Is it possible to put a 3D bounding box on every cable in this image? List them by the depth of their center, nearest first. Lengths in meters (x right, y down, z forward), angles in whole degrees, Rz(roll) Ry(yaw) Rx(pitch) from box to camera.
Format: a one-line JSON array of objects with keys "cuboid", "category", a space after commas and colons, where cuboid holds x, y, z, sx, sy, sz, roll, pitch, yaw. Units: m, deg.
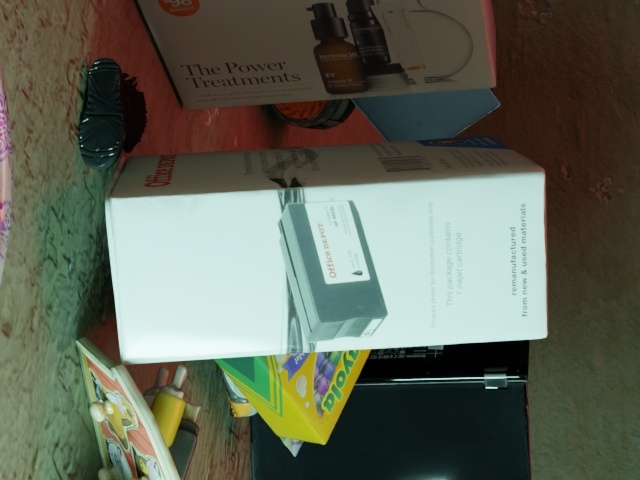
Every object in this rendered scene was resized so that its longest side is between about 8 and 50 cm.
[{"cuboid": [-0.187, 0.271, 1.522, 0.139, 0.072, 0.287, 124, -13, -61], "category": "cable"}]

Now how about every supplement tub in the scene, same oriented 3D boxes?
[{"cuboid": [-0.014, -0.228, 2.288, 0.190, 0.117, 0.117, -10, 97, -78], "category": "supplement tub"}]

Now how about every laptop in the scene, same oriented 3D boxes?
[{"cuboid": [0.108, 0.250, 2.117, 0.408, 0.382, 0.236, -76, 161, -55], "category": "laptop"}]

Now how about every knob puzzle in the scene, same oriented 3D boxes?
[{"cuboid": [-0.175, 0.200, 1.368, 0.213, 0.030, 0.213, 43, -36, 44], "category": "knob puzzle"}]

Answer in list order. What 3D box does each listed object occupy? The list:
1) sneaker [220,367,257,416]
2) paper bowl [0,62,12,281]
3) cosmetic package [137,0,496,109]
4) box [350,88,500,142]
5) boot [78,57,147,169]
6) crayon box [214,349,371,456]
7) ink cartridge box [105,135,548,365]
[{"cuboid": [-0.058, 0.126, 1.973, 0.262, 0.121, 0.099, -79, 162, -50], "category": "sneaker"}, {"cuboid": [-0.283, -0.048, 0.794, 0.284, 0.148, 0.284, -2, 90, -80], "category": "paper bowl"}, {"cuboid": [-0.004, -0.274, 1.670, 0.284, 0.377, 0.097, 70, 20, -55], "category": "cosmetic package"}, {"cuboid": [0.091, -0.324, 2.234, 0.296, 0.183, 0.294, 45, 17, -46], "category": "box"}, {"cuboid": [-0.204, -0.114, 1.493, 0.099, 0.045, 0.121, 65, 25, -71], "category": "boot"}, {"cuboid": [-0.029, 0.107, 1.868, 0.323, 0.083, 0.203, 56, 50, -42], "category": "crayon box"}, {"cuboid": [0.000, 0.000, 1.470, 0.285, 0.395, 0.166, -108, -165, -79], "category": "ink cartridge box"}]
